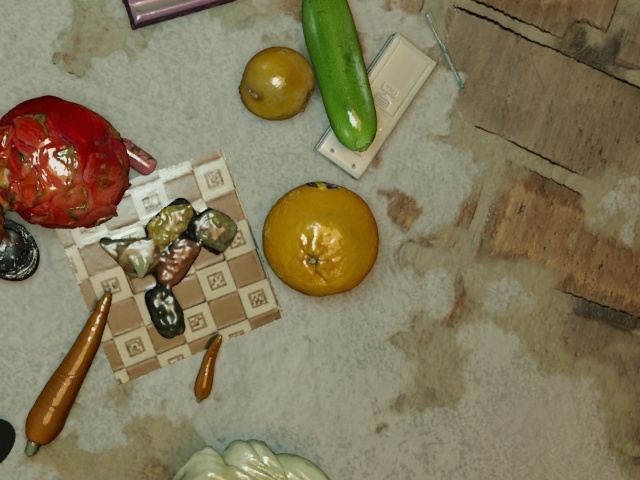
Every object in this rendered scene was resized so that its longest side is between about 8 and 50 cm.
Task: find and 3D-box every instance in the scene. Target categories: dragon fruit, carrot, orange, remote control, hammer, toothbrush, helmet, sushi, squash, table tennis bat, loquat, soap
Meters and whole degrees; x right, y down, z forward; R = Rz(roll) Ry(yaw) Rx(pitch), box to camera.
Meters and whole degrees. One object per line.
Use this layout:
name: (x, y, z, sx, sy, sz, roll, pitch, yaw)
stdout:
dragon fruit: (-0.443, -0.127, 1.524, 0.252, 0.241, 0.240, 16, 91, -32)
carrot: (-0.456, 0.244, 1.645, 0.069, 0.069, 0.336, 28, 87, -15)
orange: (0.002, -0.001, 1.681, 0.219, 0.193, 0.219, -7, 114, -16)
carrot: (-0.215, 0.245, 1.720, 0.035, 0.035, 0.142, 14, 94, -15)
remote control: (0.105, -0.260, 1.748, 0.103, 0.055, 0.277, 35, 87, -14)
hammer: (-0.340, -0.154, 1.653, 0.083, 0.043, 0.043, 35, 86, -13)
toothbrush: (0.250, -0.379, 1.796, 0.014, 0.011, 0.167, -31, 101, -15)
helmet: (-0.552, 0.022, 1.598, 0.123, 0.070, 0.098, 42, 74, 11)
sushi: (-0.276, 0.051, 1.675, 0.343, 0.064, 0.359, -21, 100, -12)
squash: (0.028, -0.345, 1.672, 0.102, 0.101, 0.378, -10, 82, -13)
table tennis bat: (-0.615, 0.391, 1.627, 0.095, 0.014, 0.158, 30, 92, -44)
loquat: (-0.080, -0.287, 1.659, 0.141, 0.141, 0.141, -1, 95, -14)
soap: (-0.248, -0.438, 1.608, 0.203, 0.122, 0.065, -19, 101, -11)

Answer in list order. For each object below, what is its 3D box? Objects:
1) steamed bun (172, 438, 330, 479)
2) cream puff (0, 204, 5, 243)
steamed bun: (-0.138, 0.558, 1.664, 0.339, 0.247, 0.352, 22, 53, -5)
cream puff: (-0.650, -0.041, 1.489, 0.240, 0.164, 0.240, 1, 60, -3)
